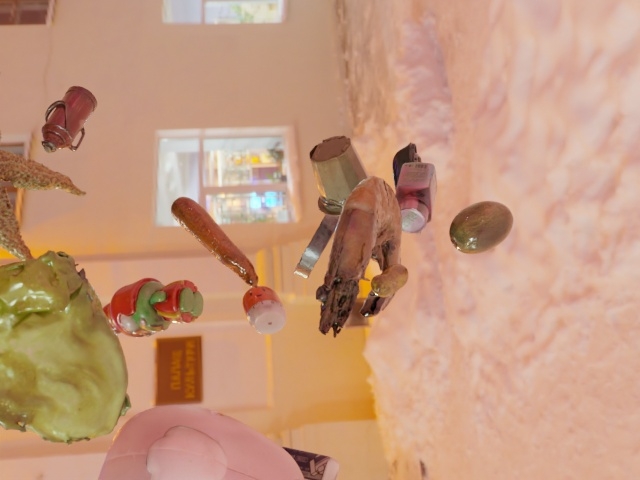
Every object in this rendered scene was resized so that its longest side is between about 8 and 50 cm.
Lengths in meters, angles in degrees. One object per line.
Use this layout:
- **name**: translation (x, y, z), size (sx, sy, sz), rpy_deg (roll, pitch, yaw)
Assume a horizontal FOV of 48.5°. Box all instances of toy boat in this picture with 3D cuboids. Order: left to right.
- **toy boat**: translation (0.270, -0.158, 2.047), size (0.114, 0.122, 0.296), rpy_deg (-76, -17, -45)

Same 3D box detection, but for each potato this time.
- **potato**: translation (0.123, 0.074, 1.275), size (0.045, 0.092, 0.046), rpy_deg (38, 133, 23)

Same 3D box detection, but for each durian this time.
- **durian**: translation (-0.374, 0.151, 0.921), size (0.339, 0.204, 0.256), rpy_deg (-9, 112, 55)

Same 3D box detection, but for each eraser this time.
- **eraser**: translation (-0.066, 0.610, 1.848), size (0.068, 0.210, 0.124), rpy_deg (49, -128, -42)

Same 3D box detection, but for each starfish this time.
- **starfish**: translation (-0.576, -0.137, 1.211), size (0.078, 0.357, 0.347), rpy_deg (-17, 73, 58)

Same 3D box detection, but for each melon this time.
- **melon**: translation (0.313, -0.026, 1.386), size (0.098, 0.130, 0.098), rpy_deg (59, 179, 2)

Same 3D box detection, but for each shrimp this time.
- **shrimp**: translation (0.091, 0.055, 1.462), size (0.272, 0.085, 0.445), rpy_deg (67, -148, -30)

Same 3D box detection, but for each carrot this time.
- **carrot**: translation (-0.207, 0.002, 1.418), size (0.248, 0.059, 0.059), rpy_deg (44, 165, 9)

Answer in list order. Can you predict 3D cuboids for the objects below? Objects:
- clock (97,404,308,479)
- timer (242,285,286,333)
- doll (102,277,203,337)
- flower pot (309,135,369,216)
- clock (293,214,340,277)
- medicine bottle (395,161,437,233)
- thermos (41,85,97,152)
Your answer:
- **clock**: translation (-0.205, 0.459, 1.286), size (0.368, 0.376, 0.251), rpy_deg (105, 173, -45)
- **timer**: translation (-0.145, 0.164, 1.799), size (0.136, 0.099, 0.136), rpy_deg (162, 90, -88)
- **doll**: translation (-0.513, 0.196, 2.065), size (0.182, 0.363, 0.160), rpy_deg (25, -130, -60)
- **flower pot**: translation (0.056, -0.217, 2.277), size (0.212, 0.212, 0.203), rpy_deg (-100, -13, -56)
- **clock**: translation (-0.001, -0.001, 2.660), size (0.313, 0.061, 0.312), rpy_deg (-61, 0, 0)
- **medicine bottle**: translation (0.242, -0.104, 1.815), size (0.188, 0.094, 0.119), rpy_deg (-70, -23, -49)
- **thermos**: translation (-0.727, -0.332, 2.035), size (0.124, 0.099, 0.232), rpy_deg (48, -140, -35)
